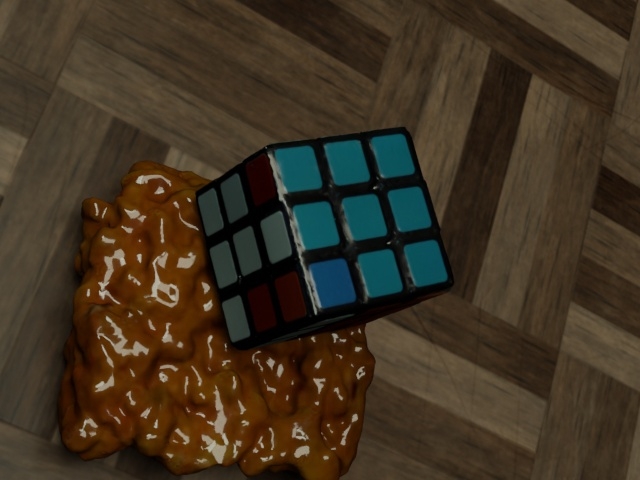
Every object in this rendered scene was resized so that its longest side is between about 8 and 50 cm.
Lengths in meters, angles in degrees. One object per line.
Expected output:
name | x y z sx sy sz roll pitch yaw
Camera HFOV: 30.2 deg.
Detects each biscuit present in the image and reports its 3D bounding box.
biscuit | -0.094 0.078 1.169 0.312 0.110 0.318 11 70 -25

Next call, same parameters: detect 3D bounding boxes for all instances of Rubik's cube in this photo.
Rubik's cube | 0.000 0.000 1.090 0.160 0.163 0.162 -11 82 -33
